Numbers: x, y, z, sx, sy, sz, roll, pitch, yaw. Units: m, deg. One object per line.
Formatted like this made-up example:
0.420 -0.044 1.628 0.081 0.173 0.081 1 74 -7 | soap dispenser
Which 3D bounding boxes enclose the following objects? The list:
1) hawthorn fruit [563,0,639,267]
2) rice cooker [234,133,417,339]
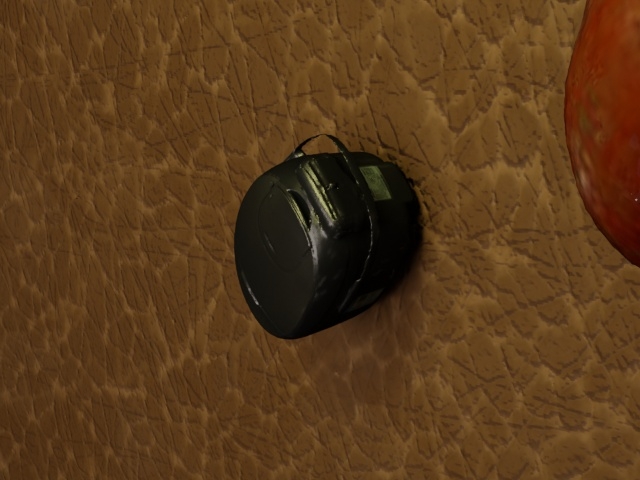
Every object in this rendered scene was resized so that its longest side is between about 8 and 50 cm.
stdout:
0.265 -0.085 0.906 0.311 0.295 0.295 -93 11 -61 | hawthorn fruit
0.000 -0.001 1.466 0.142 0.118 0.203 64 144 21 | rice cooker
